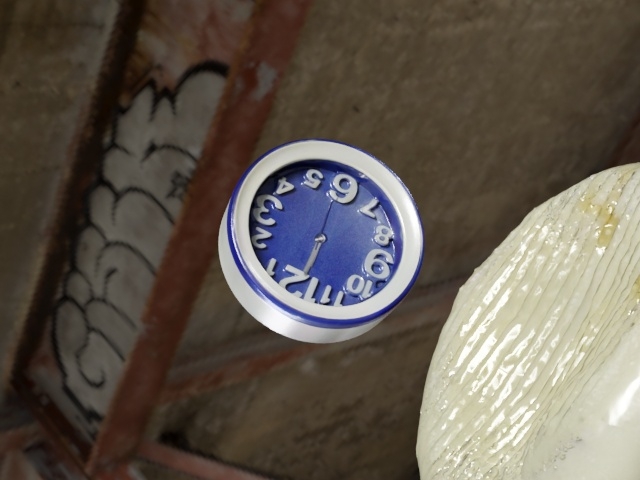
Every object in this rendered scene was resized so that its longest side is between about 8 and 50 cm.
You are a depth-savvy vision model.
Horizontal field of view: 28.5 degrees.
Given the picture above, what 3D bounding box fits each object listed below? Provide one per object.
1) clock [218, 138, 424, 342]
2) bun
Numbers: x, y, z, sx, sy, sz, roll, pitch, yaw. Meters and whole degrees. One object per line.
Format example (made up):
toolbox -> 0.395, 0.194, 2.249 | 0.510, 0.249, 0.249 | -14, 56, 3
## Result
clock -> 0.000, 0.000, 1.445 | 0.230, 0.230, 0.083 | -30, -9, -26
bun -> 0.123, 0.058, 0.522 | 0.102, 0.183, 0.183 | 30, -74, -16
